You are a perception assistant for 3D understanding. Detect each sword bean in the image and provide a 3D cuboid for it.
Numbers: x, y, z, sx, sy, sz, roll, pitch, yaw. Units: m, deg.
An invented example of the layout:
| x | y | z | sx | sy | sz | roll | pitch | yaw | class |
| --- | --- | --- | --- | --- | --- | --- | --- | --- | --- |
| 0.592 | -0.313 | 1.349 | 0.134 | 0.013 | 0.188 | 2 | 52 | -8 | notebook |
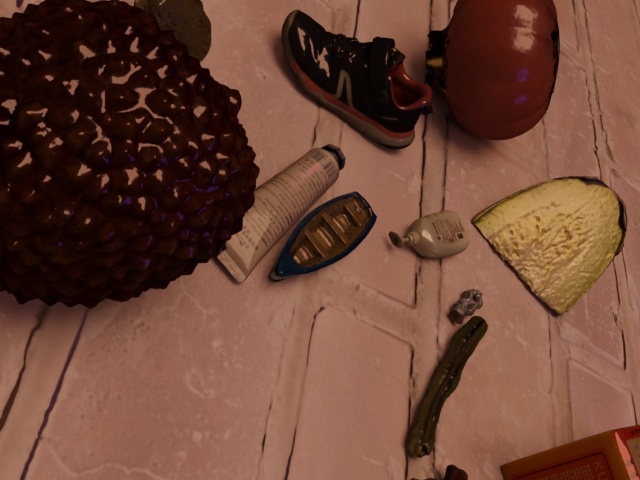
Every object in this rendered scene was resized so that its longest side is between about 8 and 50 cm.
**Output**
| x | y | z | sx | sy | sz | roll | pitch | yaw | class |
| --- | --- | --- | --- | --- | --- | --- | --- | --- | --- |
| 0.182 | 0.201 | 1.031 | 0.043 | 0.038 | 0.269 | 27 | 44 | 11 | sword bean |

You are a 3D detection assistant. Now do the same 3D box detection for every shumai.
| x | y | z | sx | sy | sz | roll | pitch | yaw | class |
| --- | --- | --- | --- | --- | --- | --- | --- | --- | --- |
| -0.216 | -0.296 | 1.002 | 0.087 | 0.124 | 0.099 | 31 | 69 | 30 | shumai |

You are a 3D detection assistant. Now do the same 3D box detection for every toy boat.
| x | y | z | sx | sy | sz | roll | pitch | yaw | class |
| --- | --- | --- | --- | --- | --- | --- | --- | --- | --- |
| 0.000 | 0.000 | 1.004 | 0.080 | 0.046 | 0.229 | 52 | 45 | -1 | toy boat |

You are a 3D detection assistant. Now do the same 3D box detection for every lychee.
| x | y | z | sx | sy | sz | roll | pitch | yaw | class |
| --- | --- | --- | --- | --- | --- | --- | --- | --- | --- |
| -0.215 | -0.078 | 0.710 | 0.330 | 0.306 | 0.306 | -39 | 90 | -23 | lychee |

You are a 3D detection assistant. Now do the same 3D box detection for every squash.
| x | y | z | sx | sy | sz | roll | pitch | yaw | class |
| --- | --- | --- | --- | --- | --- | --- | --- | --- | --- |
| 0.428 | -0.024 | 1.288 | 0.237 | 0.155 | 0.204 | 49 | 43 | -4 | squash |

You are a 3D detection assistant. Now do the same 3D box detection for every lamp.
| x | y | z | sx | sy | sz | roll | pitch | yaw | class |
| --- | --- | --- | --- | --- | --- | --- | --- | --- | --- |
| 0.314 | -0.335 | 1.329 | 0.305 | 0.239 | 0.306 | 3 | 90 | -74 | lamp |

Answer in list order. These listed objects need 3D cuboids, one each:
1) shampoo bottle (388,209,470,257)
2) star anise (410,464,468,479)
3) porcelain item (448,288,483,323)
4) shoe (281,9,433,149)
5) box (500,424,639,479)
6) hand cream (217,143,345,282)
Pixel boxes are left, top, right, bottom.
| x | y | z | sx | sy | sz | roll | pitch | yaw | class |
| --- | --- | --- | --- | --- | --- | --- | --- | --- | --- |
| 0.171 | -0.006 | 1.144 | 0.151 | 0.045 | 0.077 | -10 | 72 | -44 | shampoo bottle |
| 0.171 | 0.370 | 0.888 | 0.212 | 0.073 | 0.197 | -33 | 89 | -48 | star anise |
| 0.231 | 0.102 | 1.136 | 0.036 | 0.028 | 0.083 | 52 | 43 | 4 | porcelain item |
| 0.066 | -0.271 | 1.162 | 0.291 | 0.137 | 0.114 | 36 | 46 | -14 | shoe |
| 0.445 | 0.405 | 0.988 | 0.259 | 0.214 | 0.284 | 2 | 63 | -35 | box |
| -0.055 | -0.053 | 0.992 | 0.095 | 0.059 | 0.276 | 50 | 50 | -4 | hand cream |
